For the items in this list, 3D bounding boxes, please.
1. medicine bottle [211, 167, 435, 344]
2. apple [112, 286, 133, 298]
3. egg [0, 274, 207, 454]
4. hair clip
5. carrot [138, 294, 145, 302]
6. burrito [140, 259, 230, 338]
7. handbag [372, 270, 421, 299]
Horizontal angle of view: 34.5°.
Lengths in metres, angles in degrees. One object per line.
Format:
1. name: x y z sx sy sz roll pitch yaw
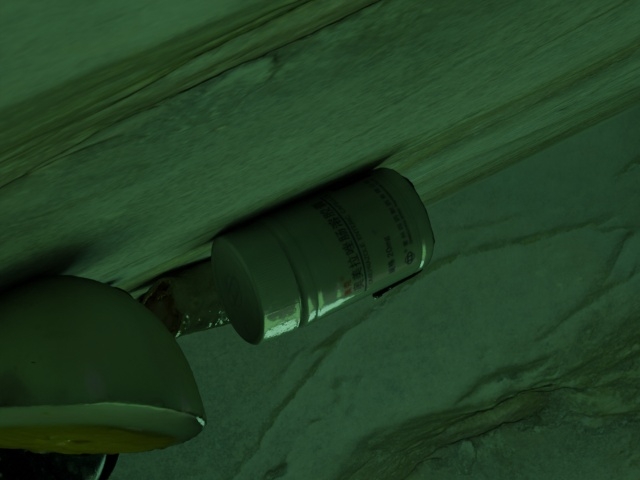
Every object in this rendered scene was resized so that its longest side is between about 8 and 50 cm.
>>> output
1. medicine bottle: -0.001 0.023 1.675 0.332 0.190 0.190 -24 176 -23
2. apple: -0.324 0.116 1.585 0.089 0.090 0.074 -26 158 7
3. egg: -0.301 0.140 1.219 0.336 0.201 0.337 -4 161 -2
4. hair clip: -0.539 0.370 1.937 0.206 0.310 0.194 -46 172 7
5. carrot: -0.341 0.121 2.023 0.032 0.032 0.093 -24 179 -26
6. burrito: -0.211 0.104 1.919 0.299 0.105 0.143 -18 134 -56
7. handbag: 0.114 0.006 2.145 0.074 0.203 0.216 -36 173 25
